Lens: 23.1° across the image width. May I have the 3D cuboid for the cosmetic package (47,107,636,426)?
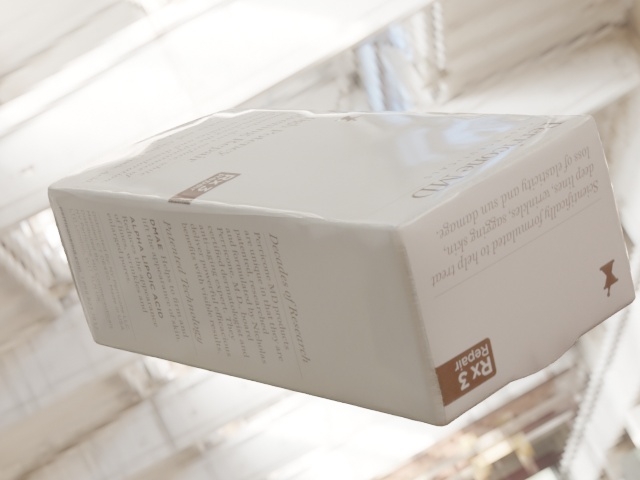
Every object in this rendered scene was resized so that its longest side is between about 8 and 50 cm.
[{"bbox_3d":[0.000,0.000,0.648,0.117,0.086,0.231,-29,21,-37],"label":"cosmetic package"}]
